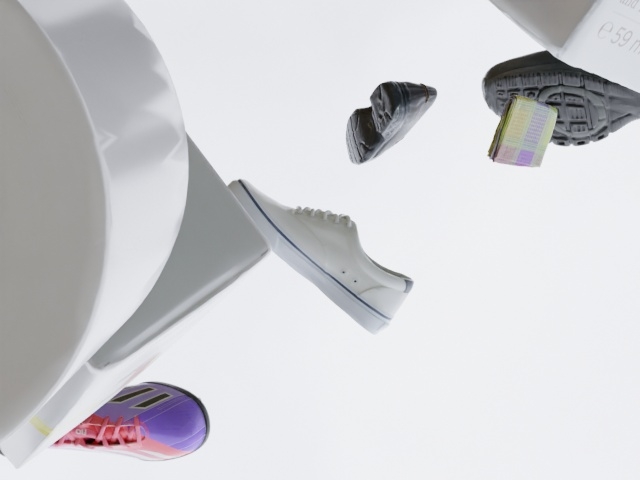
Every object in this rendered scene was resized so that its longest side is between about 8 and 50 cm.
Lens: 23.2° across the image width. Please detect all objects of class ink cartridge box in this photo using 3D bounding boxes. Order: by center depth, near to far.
[{"bbox_3d":[-0.229,-0.007,1.199,0.160,0.279,0.384,-37,178,-27],"label":"ink cartridge box"}]

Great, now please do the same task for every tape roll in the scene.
[{"bbox_3d":[-0.195,-0.027,0.711,0.246,0.246,0.169,-22,-173,10],"label":"tape roll"}]

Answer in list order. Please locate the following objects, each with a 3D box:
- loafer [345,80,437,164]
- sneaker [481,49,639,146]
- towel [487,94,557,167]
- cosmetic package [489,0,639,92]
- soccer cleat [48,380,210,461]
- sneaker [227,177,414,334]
[{"bbox_3d":[0.076,-0.128,1.737,0.061,0.062,0.170,-9,168,-22],"label":"loafer"},{"bbox_3d":[0.316,-0.183,1.681,0.286,0.109,0.130,-3,-132,3],"label":"sneaker"},{"bbox_3d":[0.175,-0.093,1.345,0.009,0.083,0.060,25,-78,36],"label":"towel"},{"bbox_3d":[0.305,-0.377,1.433,0.327,0.329,0.394,47,-68,34],"label":"cosmetic package"},{"bbox_3d":[-0.295,0.238,2.037,0.318,0.109,0.116,3,-171,27],"label":"soccer cleat"},{"bbox_3d":[0.000,0.000,1.878,0.091,0.258,0.094,-50,-173,3],"label":"sneaker"}]
